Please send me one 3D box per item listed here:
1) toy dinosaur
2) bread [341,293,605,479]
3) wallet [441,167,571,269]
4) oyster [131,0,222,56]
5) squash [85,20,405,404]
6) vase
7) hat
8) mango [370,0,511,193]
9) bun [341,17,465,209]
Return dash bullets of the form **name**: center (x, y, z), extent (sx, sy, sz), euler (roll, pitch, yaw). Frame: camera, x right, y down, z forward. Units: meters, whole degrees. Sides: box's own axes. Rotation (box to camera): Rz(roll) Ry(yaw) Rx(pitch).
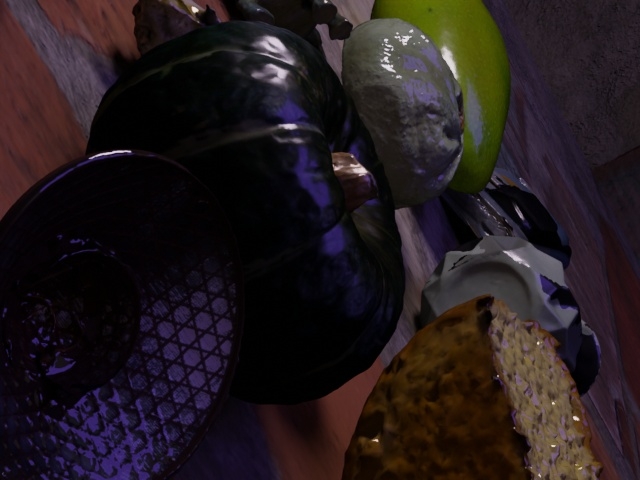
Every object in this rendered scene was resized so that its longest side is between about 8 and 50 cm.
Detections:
- **toy dinosaur**: center (-0.045, -0.234, 1.491), extent (0.147, 0.076, 0.363), euler (53, 5, 37)
- **bread**: center (0.114, 0.218, 1.141), extent (0.194, 0.179, 0.340), euler (38, 34, -54)
- **wallet**: center (0.241, -0.038, 2.023), extent (0.170, 0.069, 0.231), euler (53, 19, 20)
- **oyster**: center (-0.097, -0.136, 1.208), extent (0.133, 0.072, 0.209), euler (57, -3, -3)
- **squash**: center (-0.042, -0.018, 1.011), extent (0.252, 0.165, 0.252), euler (57, 15, -25)
- **vase**: center (0.222, 0.101, 1.702), extent (0.360, 0.165, 0.165), euler (33, 36, -68)
- **hat**: center (-0.132, 0.042, 0.816), extent (0.193, 0.082, 0.193), euler (-17, 113, -47)
- **mango**: center (0.149, -0.187, 1.874), extent (0.192, 0.156, 0.343), euler (40, 32, -38)
- **bun**: center (0.087, -0.130, 1.586), extent (0.195, 0.118, 0.195), euler (-8, 90, -80)
